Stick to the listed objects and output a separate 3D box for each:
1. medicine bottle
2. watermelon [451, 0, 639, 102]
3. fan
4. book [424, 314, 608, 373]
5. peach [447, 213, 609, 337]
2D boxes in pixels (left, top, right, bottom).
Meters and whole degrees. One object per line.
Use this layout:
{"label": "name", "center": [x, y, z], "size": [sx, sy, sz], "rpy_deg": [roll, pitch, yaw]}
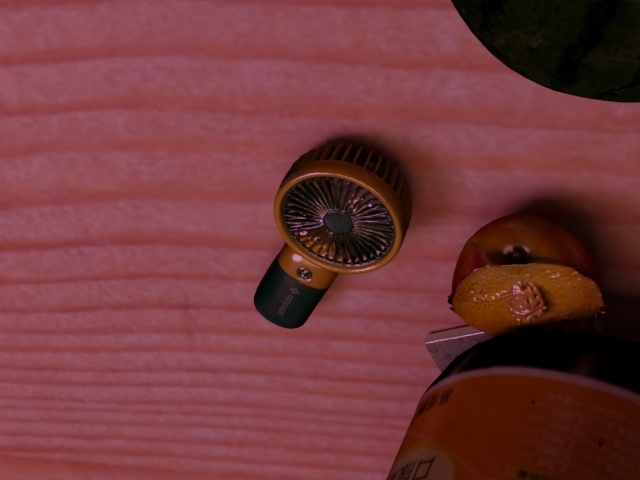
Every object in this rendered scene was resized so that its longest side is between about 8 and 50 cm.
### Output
{"label": "medicine bottle", "center": [0.114, 0.261, 1.050], "size": [0.243, 0.395, 0.242], "rpy_deg": [16, 144, 12]}
{"label": "watermelon", "center": [0.145, -0.166, 0.854], "size": [0.188, 0.188, 0.214], "rpy_deg": [26, 139, -2]}
{"label": "fan", "center": [0.000, 0.000, 1.147], "size": [0.082, 0.039, 0.155], "rpy_deg": [29, 134, -5]}
{"label": "book", "center": [0.155, 0.116, 1.204], "size": [0.118, 0.012, 0.172], "rpy_deg": [-14, 122, 30]}
{"label": "peach", "center": [0.125, 0.020, 1.102], "size": [0.098, 0.061, 0.098], "rpy_deg": [5, 149, 3]}
